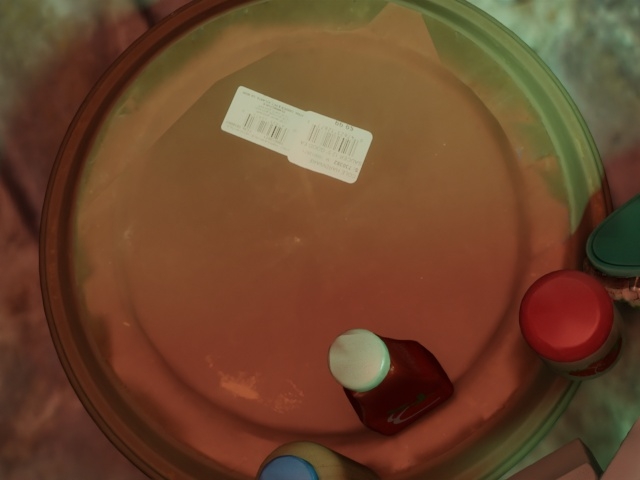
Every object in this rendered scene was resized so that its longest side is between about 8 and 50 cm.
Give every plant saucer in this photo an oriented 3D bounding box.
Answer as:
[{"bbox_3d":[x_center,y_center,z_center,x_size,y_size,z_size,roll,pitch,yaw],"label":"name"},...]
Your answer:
[{"bbox_3d":[0.000,0.000,0.766,0.278,0.041,0.277,-1,81,5],"label":"plant saucer"}]

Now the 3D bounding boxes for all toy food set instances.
[{"bbox_3d":[0.057,0.085,0.662,0.232,0.104,0.111,-31,69,7],"label":"toy food set"}]

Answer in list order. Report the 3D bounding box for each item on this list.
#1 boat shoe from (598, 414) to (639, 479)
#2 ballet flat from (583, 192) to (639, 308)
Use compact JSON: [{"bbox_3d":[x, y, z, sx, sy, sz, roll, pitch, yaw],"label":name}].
[{"bbox_3d":[0.231,0.069,0.620,0.335,0.121,0.119,-35,47,-24],"label":"boat shoe"},{"bbox_3d":[0.236,-0.020,0.732,0.241,0.091,0.077,-29,124,2],"label":"ballet flat"}]
